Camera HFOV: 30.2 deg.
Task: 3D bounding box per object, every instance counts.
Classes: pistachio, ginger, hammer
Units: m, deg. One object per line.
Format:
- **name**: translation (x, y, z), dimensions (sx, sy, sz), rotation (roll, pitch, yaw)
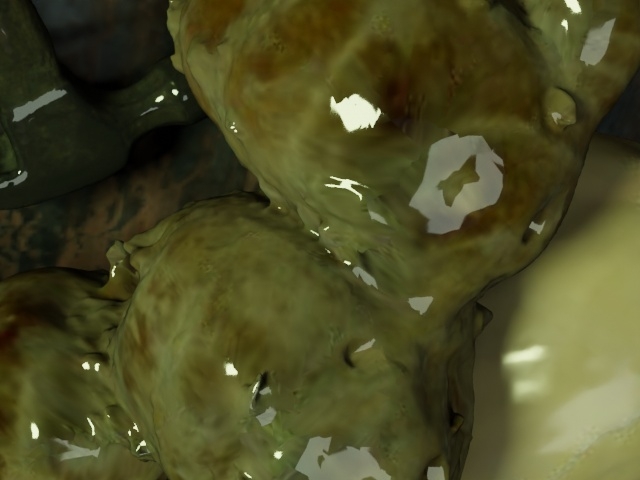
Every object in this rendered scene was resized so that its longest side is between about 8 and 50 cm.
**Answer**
- **pistachio**: translation (0.102, 0.076, 0.708), dimensions (0.238, 0.229, 0.321), rotation (35, 115, -7)
- **ginger**: translation (0.000, 0.000, 0.540), dimensions (0.375, 0.256, 0.176), rotation (-55, 170, 11)
- **hammer**: translation (-0.174, -0.187, 0.462), dimensions (0.168, 0.044, 0.440), rotation (-26, 134, -10)
